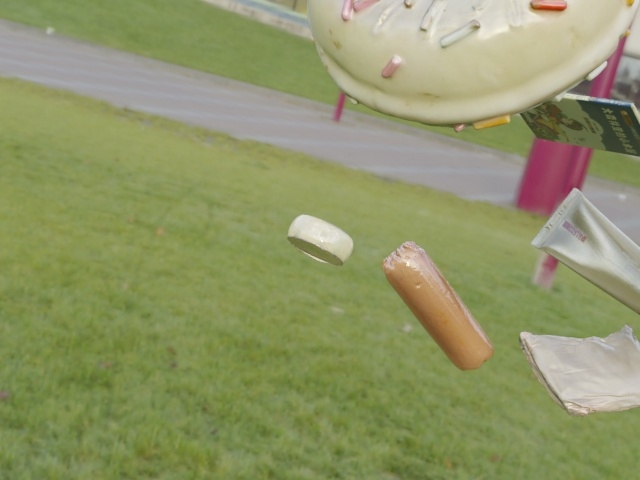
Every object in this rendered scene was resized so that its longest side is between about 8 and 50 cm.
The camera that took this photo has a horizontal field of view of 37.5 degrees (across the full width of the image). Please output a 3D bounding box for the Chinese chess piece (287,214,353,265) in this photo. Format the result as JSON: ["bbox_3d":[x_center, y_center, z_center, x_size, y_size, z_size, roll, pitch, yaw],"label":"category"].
[{"bbox_3d":[0.000,0.000,1.702,0.122,0.051,0.122,26,-12,6],"label":"Chinese chess piece"}]

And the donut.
[{"bbox_3d":[0.158,-0.298,1.012,0.383,0.382,0.142,21,-22,28],"label":"donut"}]

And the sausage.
[{"bbox_3d":[0.211,0.122,1.684,0.289,0.086,0.086,52,-3,-23],"label":"sausage"}]

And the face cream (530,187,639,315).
[{"bbox_3d":[0.549,0.050,1.727,0.341,0.137,0.084,45,16,35],"label":"face cream"}]

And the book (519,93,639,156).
[{"bbox_3d":[0.588,-0.268,2.131,0.323,0.018,0.228,18,-14,42],"label":"book"}]

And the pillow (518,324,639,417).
[{"bbox_3d":[0.492,0.225,1.648,0.270,0.067,0.173,-2,50,-25],"label":"pillow"}]
